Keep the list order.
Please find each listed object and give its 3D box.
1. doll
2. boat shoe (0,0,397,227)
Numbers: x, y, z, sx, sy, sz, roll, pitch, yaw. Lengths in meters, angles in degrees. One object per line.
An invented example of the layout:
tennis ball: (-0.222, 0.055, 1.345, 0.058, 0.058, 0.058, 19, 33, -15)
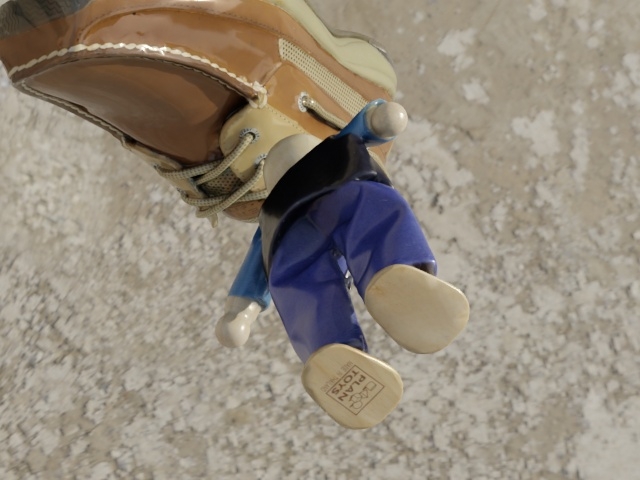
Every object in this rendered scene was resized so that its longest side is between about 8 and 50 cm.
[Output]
doll: (0.000, 0.000, 0.467, 0.046, 0.189, 0.129, 32, 107, -24)
boat shoe: (-0.040, -0.071, 0.642, 0.324, 0.122, 0.120, 4, 76, -57)
